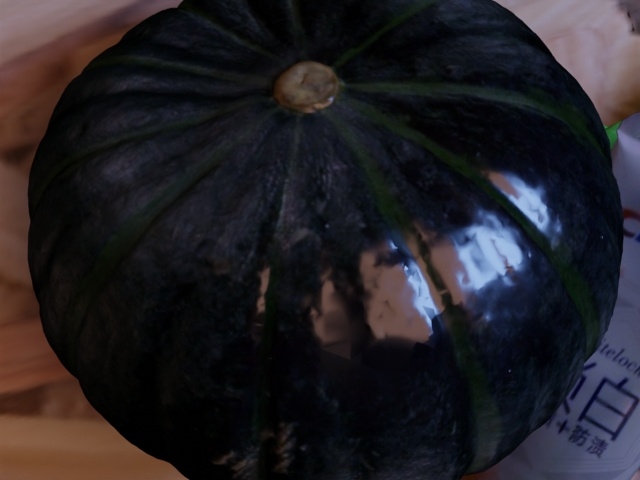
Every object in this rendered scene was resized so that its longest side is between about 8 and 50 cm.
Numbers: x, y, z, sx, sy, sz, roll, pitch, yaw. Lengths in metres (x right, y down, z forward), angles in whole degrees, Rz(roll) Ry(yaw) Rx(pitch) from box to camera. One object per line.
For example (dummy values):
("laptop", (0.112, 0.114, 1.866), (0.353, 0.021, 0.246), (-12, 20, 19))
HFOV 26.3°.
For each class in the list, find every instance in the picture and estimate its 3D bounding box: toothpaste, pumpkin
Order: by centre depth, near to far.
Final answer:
("pumpkin", (0.000, 0.000, 0.590), (0.249, 0.216, 0.250), (4, 66, -8))
("toothpaste", (0.109, 0.102, 0.649), (0.100, 0.066, 0.323), (32, 103, 17))

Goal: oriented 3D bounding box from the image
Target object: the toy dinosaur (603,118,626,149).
("toy dinosaur", (0.324, -0.011, 0.721), (0.499, 0.144, 0.375), (9, 90, -7))
